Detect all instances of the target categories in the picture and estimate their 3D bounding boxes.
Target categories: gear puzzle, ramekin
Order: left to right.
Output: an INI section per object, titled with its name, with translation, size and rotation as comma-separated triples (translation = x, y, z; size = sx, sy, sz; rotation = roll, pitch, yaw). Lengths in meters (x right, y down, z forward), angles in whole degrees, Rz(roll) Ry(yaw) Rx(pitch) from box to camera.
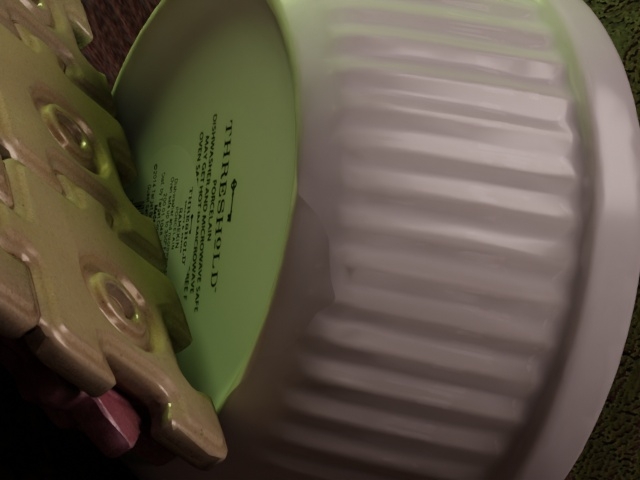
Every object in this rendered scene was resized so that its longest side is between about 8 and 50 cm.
[gear puzzle]
translation = -0.132, -0.073, 0.592
size = 0.175, 0.044, 0.339
rotation = 41, 18, -41
[ramekin]
translation = 0.000, 0.000, 0.618
size = 0.109, 0.207, 0.207
rotation = 10, 41, -29
